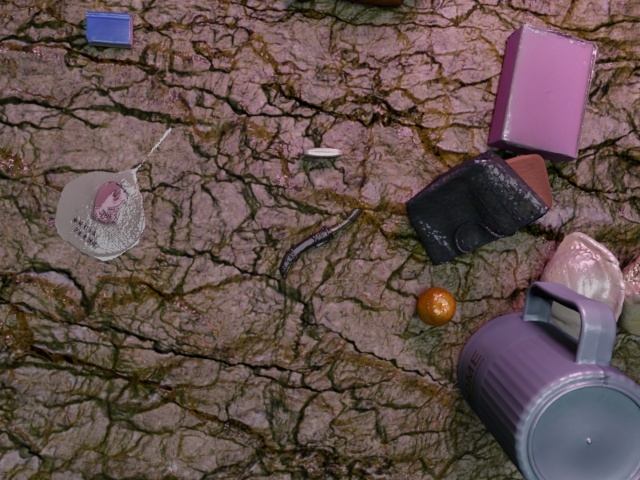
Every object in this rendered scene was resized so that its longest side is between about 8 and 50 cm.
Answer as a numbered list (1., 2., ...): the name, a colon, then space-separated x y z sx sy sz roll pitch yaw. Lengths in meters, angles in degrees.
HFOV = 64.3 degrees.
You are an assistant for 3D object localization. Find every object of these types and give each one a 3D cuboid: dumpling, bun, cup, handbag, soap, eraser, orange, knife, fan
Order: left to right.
1. eraser: -0.420 -0.421 1.015 0.085 0.027 0.063 1 91 -7
2. fan: -0.398 -0.108 1.025 0.182 0.010 0.310 36 86 -5
3. knife: -0.004 -0.004 1.070 0.222 0.021 0.045 -40 94 -2
4. orange: 0.245 0.141 1.078 0.083 0.070 0.083 2 77 -10
5. handbag: 0.296 -0.062 1.024 0.175 0.270 0.089 56 40 -2
6. handbag: 0.396 -0.097 1.099 0.194 0.072 0.151 -19 92 -9
7. soap: 0.481 -0.312 1.105 0.181 0.081 0.259 10 89 -6
8. cup: 0.451 0.276 0.956 0.257 0.311 0.331 35 96 -5
9. dumpling: 0.556 0.101 1.075 0.126 0.166 0.215 30 81 -39
10. bun: 0.721 0.096 1.092 0.221 0.134 0.220 -9 130 -10

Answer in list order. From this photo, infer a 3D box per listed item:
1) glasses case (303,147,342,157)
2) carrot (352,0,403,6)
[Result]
1. glasses case: 0.005 -0.183 1.067 0.083 0.032 0.021 -1 93 -8
2. carrot: 0.097 -0.527 1.074 0.162 0.055 0.055 8 89 -14
